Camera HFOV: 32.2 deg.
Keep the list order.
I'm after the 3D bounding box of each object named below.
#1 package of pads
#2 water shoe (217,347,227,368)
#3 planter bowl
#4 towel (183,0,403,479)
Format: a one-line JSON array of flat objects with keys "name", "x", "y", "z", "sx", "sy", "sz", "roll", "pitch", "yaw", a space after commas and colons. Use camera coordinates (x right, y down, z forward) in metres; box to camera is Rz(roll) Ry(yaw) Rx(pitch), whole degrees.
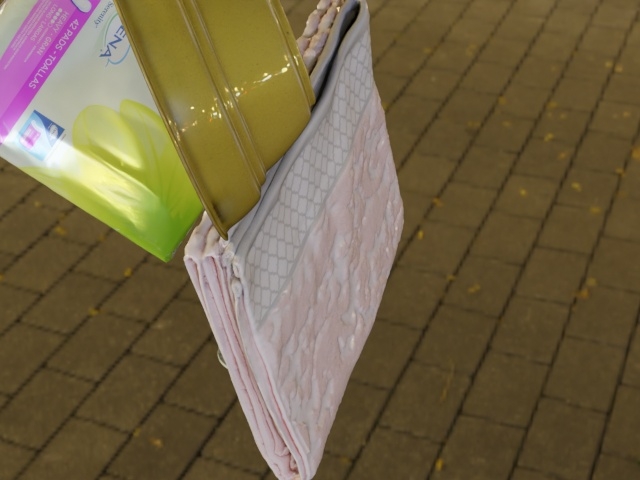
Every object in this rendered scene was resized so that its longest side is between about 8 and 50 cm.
[{"name": "package of pads", "x": -0.220, "y": -0.152, "z": 1.181, "sx": 0.297, "sy": 0.229, "sz": 0.101, "roll": 35, "pitch": 5, "yaw": -21}, {"name": "water shoe", "x": -0.099, "y": 0.219, "z": 1.947, "sx": 0.203, "sy": 0.080, "sz": 0.073, "roll": 14, "pitch": 68, "yaw": 45}, {"name": "planter bowl", "x": -0.061, "y": -0.116, "z": 0.703, "sx": 0.090, "sy": 0.217, "sz": 0.217, "roll": -23, "pitch": 37, "yaw": -1}, {"name": "towel", "x": 0.000, "y": 0.000, "z": 0.987, "sx": 0.054, "sy": 0.317, "sz": 0.331, "roll": 8, "pitch": 50, "yaw": 20}]
